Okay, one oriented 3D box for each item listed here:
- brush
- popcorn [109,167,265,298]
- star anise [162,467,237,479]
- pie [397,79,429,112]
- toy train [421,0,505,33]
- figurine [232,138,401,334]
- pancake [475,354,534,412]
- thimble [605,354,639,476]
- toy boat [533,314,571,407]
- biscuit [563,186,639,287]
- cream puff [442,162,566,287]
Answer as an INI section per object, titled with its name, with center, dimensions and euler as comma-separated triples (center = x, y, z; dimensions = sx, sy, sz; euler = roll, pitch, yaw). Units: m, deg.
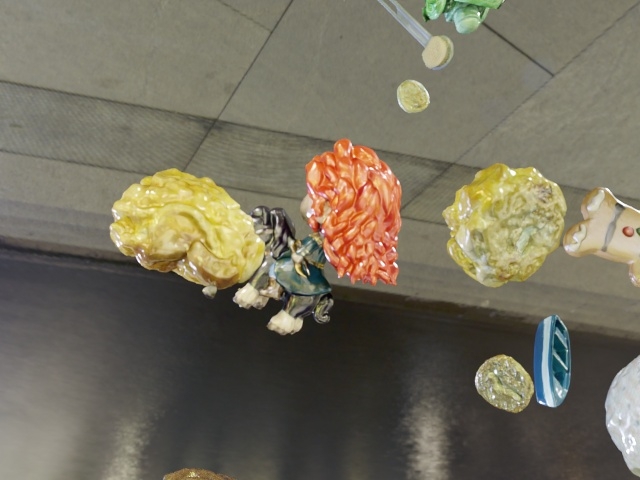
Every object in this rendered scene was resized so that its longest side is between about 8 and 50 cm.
[brush]
center = 0.169, -0.420, 1.065
dimensions = 0.027, 0.266, 0.062
euler = -3, 138, -38
[popcorn]
center = -0.165, -0.013, 0.730
dimensions = 0.194, 0.140, 0.163
euler = 21, -175, 10
[star anise]
center = -0.146, 0.470, 0.926
dimensions = 0.315, 0.108, 0.315
euler = 22, 162, 8
[pie]
center = 0.215, -0.334, 1.280
dimensions = 0.084, 0.084, 0.021
euler = 16, 167, -17
[toy train]
center = 0.283, -0.534, 1.059
dimensions = 0.132, 0.244, 0.188
euler = 3, 156, -18
[figurine]
center = -0.011, 0.001, 1.124
dimensions = 0.411, 0.306, 0.241
euler = -31, 152, 15
[pancake]
center = 0.334, 0.262, 1.002
dimensions = 0.108, 0.108, 0.017
euler = -37, 164, 37
[thimble]
center = 0.703, 0.335, 1.028
dimensions = 0.291, 0.292, 0.195
euler = 11, 133, -11
[toy boat]
center = 0.618, 0.327, 1.477
dimensions = 0.061, 0.299, 0.096
euler = -25, 113, 38
[biscuit]
center = 0.675, 0.001, 1.136
dimensions = 0.301, 0.197, 0.049
euler = 26, 166, 15
[cream puff]
center = 0.455, -0.054, 1.455
dimensions = 0.291, 0.257, 0.325
euler = -39, 120, -9
